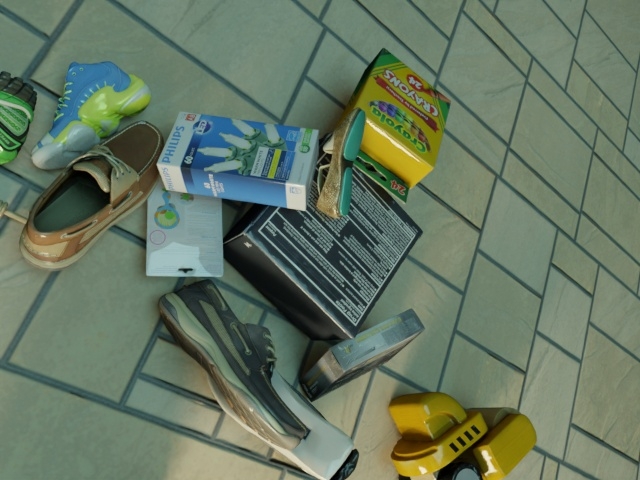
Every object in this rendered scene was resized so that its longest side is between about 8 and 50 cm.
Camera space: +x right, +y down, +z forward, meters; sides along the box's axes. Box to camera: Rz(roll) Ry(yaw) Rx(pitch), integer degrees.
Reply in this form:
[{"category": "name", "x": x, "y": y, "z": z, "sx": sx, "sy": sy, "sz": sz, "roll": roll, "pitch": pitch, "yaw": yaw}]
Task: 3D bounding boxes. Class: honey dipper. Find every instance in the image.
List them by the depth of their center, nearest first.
[{"category": "honey dipper", "x": -0.479, "y": -0.027, "z": 0.877, "sx": 0.160, "sy": 0.030, "sz": 0.031, "roll": 32, "pitch": 67, "yaw": -31}]

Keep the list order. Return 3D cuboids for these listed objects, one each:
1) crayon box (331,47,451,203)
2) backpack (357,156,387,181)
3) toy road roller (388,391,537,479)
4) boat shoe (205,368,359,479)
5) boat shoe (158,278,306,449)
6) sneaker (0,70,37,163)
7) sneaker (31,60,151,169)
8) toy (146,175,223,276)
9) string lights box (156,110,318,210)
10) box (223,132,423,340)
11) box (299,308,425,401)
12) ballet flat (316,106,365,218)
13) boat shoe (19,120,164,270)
[{"category": "crayon box", "x": 0.155, "y": -0.247, "z": 1.105, "sx": 0.202, "sy": 0.081, "sz": 0.319, "roll": 34, "pitch": 47, "yaw": -13}, {"category": "backpack", "x": 0.134, "y": -0.191, "z": 1.228, "sx": 0.173, "sy": 0.158, "sz": 0.117, "roll": -20, "pitch": 76, "yaw": -31}, {"category": "toy road roller", "x": 0.308, "y": 0.443, "z": 1.235, "sx": 0.329, "sy": 0.202, "sz": 0.241, "roll": -22, "pitch": 85, "yaw": -32}, {"category": "boat shoe", "x": -0.089, "y": 0.346, "z": 1.039, "sx": 0.340, "sy": 0.158, "sz": 0.127, "roll": 41, "pitch": 65, "yaw": 9}, {"category": "boat shoe", "x": -0.137, "y": 0.203, "z": 0.937, "sx": 0.130, "sy": 0.132, "sz": 0.355, "roll": -38, "pitch": 78, "yaw": -26}, {"category": "sneaker", "x": -0.594, "y": -0.198, "z": 0.747, "sx": 0.343, "sy": 0.134, "sz": 0.146, "roll": 9, "pitch": 81, "yaw": -39}, {"category": "sneaker", "x": -0.420, "y": -0.227, "z": 0.921, "sx": 0.126, "sy": 0.091, "sz": 0.240, "roll": 44, "pitch": 61, "yaw": 0}, {"category": "toy", "x": -0.258, "y": -0.044, "z": 1.004, "sx": 0.136, "sy": 0.056, "sz": 0.237, "roll": 2, "pitch": 76, "yaw": -20}, {"category": "string lights box", "x": -0.141, "y": -0.144, "z": 0.952, "sx": 0.259, "sy": 0.077, "sz": 0.133, "roll": 9, "pitch": 58, "yaw": 4}, {"category": "box", "x": 0.000, "y": 0.000, "z": 1.087, "sx": 0.296, "sy": 0.182, "sz": 0.294, "roll": 46, "pitch": 61, "yaw": -14}, {"category": "box", "x": 0.086, "y": 0.242, "z": 1.119, "sx": 0.231, "sy": 0.183, "sz": 0.056, "roll": -19, "pitch": 65, "yaw": -33}, {"category": "ballet flat", "x": 0.031, "y": -0.145, "z": 0.972, "sx": 0.073, "sy": 0.067, "sz": 0.206, "roll": 17, "pitch": 85, "yaw": -64}, {"category": "boat shoe", "x": -0.362, "y": -0.093, "z": 0.882, "sx": 0.123, "sy": 0.116, "sz": 0.324, "roll": 31, "pitch": 56, "yaw": -7}]
